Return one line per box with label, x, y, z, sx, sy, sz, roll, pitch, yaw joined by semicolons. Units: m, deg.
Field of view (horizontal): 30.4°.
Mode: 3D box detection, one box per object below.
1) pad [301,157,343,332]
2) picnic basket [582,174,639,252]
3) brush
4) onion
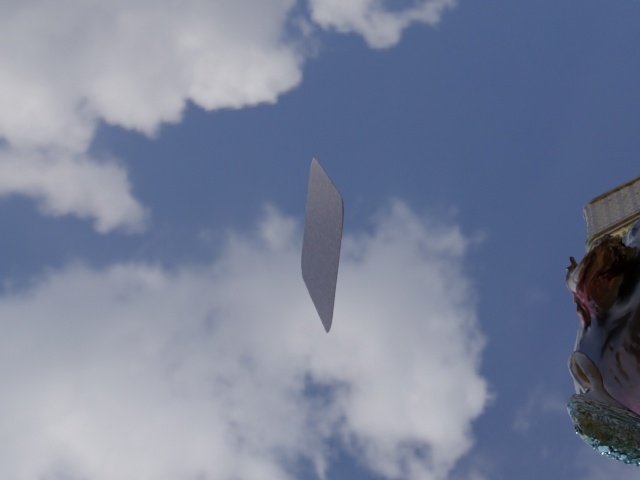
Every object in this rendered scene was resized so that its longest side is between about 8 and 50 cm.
pad;0.000;0.000;1.529;0.002;0.176;0.266;3;-164;-10
picnic basket;0.518;0.000;1.498;0.313;0.228;0.175;-28;-167;17
brush;0.223;0.126;0.939;0.070;0.021;0.196;17;-163;-4
onion;0.374;0.087;1.269;0.232;0.314;0.314;21;-137;-3
